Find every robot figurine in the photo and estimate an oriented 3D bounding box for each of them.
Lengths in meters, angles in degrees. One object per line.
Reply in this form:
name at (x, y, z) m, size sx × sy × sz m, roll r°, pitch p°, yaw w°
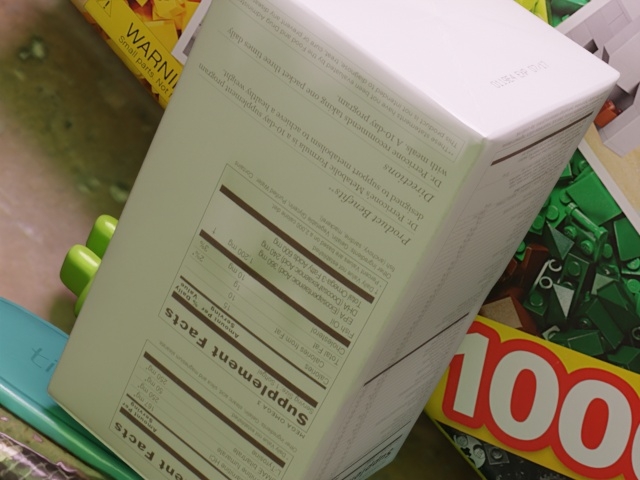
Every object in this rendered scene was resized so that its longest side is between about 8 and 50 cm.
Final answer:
robot figurine at (-0.089, 0.038, 0.905) m, size 0.115 × 0.067 × 0.101 m, roll 37°, pitch 59°, yaw 0°

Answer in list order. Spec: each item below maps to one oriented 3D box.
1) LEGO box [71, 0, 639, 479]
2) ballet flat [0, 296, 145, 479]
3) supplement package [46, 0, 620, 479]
LEGO box at (0.141, -0.119, 0.818) m, size 0.500 × 0.372 × 0.193 m, roll 49°, pitch 33°, yaw 6°
ballet flat at (-0.032, 0.204, 0.831) m, size 0.483 × 0.164 × 0.182 m, roll 28°, pitch 107°, yaw 2°
supplement package at (0.000, 0.000, 0.736) m, size 0.134 × 0.244 × 0.139 m, roll 38°, pitch 31°, yaw 18°
